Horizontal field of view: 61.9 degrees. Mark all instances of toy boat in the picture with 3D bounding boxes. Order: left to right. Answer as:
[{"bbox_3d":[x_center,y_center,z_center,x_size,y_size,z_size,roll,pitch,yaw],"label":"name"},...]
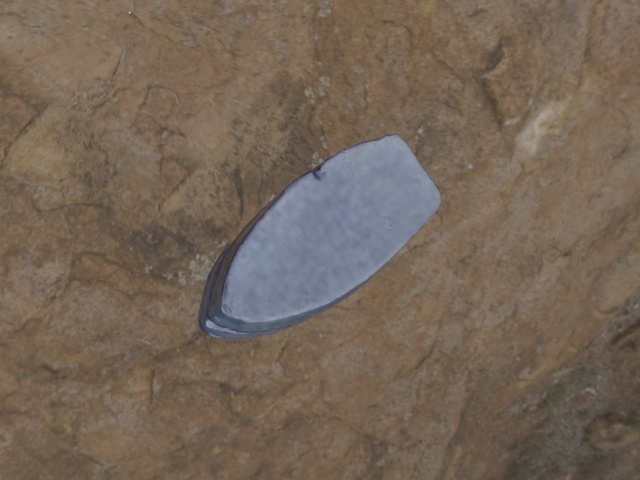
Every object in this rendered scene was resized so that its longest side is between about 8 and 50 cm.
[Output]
[{"bbox_3d":[0.000,0.000,0.532,0.283,0.078,0.127,-37,94,-24],"label":"toy boat"}]
